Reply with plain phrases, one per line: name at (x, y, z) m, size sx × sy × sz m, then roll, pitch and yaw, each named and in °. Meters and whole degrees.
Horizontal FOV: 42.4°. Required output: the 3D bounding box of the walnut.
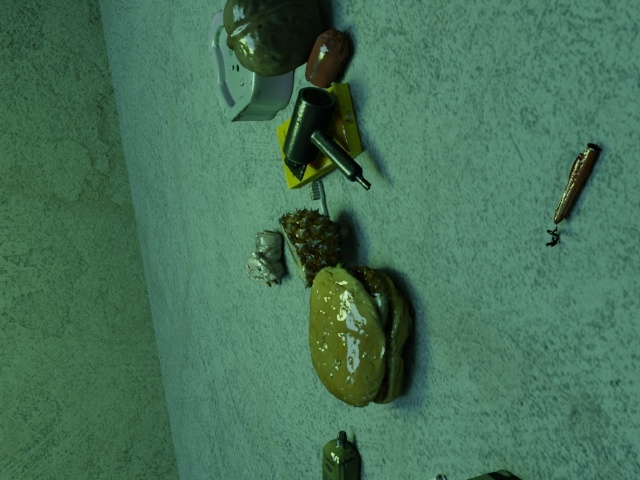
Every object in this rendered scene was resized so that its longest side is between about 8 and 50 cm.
walnut at (-0.102, -0.451, 1.739) m, size 0.224 × 0.224 × 0.224 m, roll 28°, pitch 122°, yaw 59°

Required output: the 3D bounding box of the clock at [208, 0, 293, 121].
clock at (-0.175, -0.461, 2.018) m, size 0.338 × 0.102 × 0.339 m, roll 26°, pitch 120°, yaw 60°

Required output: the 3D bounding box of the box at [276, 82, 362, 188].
box at (-0.009, -0.219, 1.785) m, size 0.269 × 0.043 × 0.152 m, roll -27°, pitch 74°, yaw 58°

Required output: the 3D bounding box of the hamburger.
hamburger at (0.069, 0.186, 1.655) m, size 0.259 × 0.144 × 0.283 m, roll -151°, pitch 63°, yaw -62°

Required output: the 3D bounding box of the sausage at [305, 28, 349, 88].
sausage at (0.012, -0.370, 1.694) m, size 0.076 × 0.076 × 0.141 m, roll 70°, pitch 152°, yaw 25°

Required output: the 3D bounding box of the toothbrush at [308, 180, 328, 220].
toothbrush at (0.022, 0.032, 1.829) m, size 0.025 × 0.030 × 0.342 m, roll 145°, pitch 115°, yaw -64°

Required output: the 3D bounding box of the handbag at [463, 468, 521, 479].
handbag at (0.188, 0.558, 1.297) m, size 0.162 × 0.325 × 0.327 m, roll -156°, pitch 62°, yaw -63°

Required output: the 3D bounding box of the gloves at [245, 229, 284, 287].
gloves at (-0.141, 0.046, 2.108) m, size 0.110 × 0.094 × 0.144 m, roll -14°, pitch 76°, yaw 53°

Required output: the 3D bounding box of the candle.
candle at (0.346, -0.061, 1.149) m, size 0.026 × 0.021 × 0.167 m, roll 38°, pitch 132°, yaw 29°

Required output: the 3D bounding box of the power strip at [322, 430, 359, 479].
power strip at (0.040, 0.612, 1.917) m, size 0.092 × 0.066 × 0.388 m, roll 32°, pitch 125°, yaw 55°

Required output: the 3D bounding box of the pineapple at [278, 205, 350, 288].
pineapple at (0.001, 0.001, 1.759) m, size 0.161 × 0.136 × 0.176 m, roll 90°, pitch 158°, yaw -75°

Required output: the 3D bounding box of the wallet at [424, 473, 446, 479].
wallet at (0.210, 0.489, 1.580) m, size 0.061 × 0.025 × 0.122 m, roll 65°, pitch 150°, yaw 18°

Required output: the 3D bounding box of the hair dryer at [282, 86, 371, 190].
hair dryer at (0.015, -0.161, 1.661) m, size 0.248 × 0.078 × 0.196 m, roll 50°, pitch 138°, yaw 32°
